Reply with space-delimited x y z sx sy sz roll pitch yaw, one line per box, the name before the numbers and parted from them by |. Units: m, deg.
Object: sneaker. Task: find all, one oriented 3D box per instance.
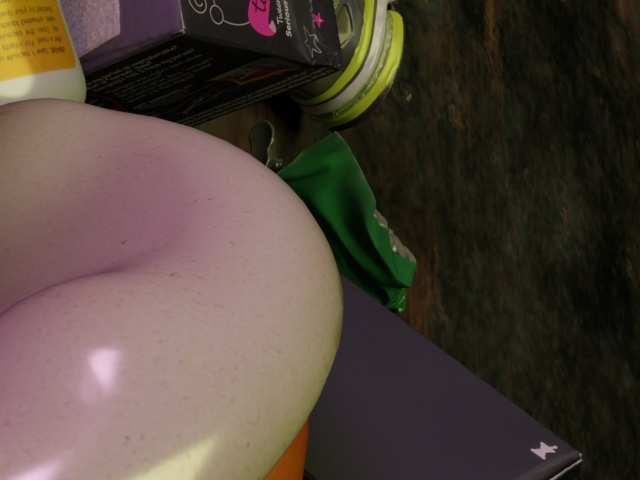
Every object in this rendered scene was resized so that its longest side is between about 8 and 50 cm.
sneaker | -0.009 -0.234 1.106 0.121 0.111 0.300 23 56 -47

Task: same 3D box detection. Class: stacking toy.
stacking toy | -0.124 0.217 0.610 0.350 0.350 0.480 -53 137 -52

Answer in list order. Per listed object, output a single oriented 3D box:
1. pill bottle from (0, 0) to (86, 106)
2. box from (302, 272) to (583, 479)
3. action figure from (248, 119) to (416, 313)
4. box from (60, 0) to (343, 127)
pill bottle | -0.184 -0.101 0.766 0.117 0.117 0.208 -22 95 -58
box | -0.020 0.108 0.736 0.103 0.261 0.184 -29 141 -35
action figure | 0.000 0.000 1.027 0.232 0.137 0.063 41 32 -53
box | -0.108 -0.198 0.880 0.142 0.163 0.247 6 72 -52
